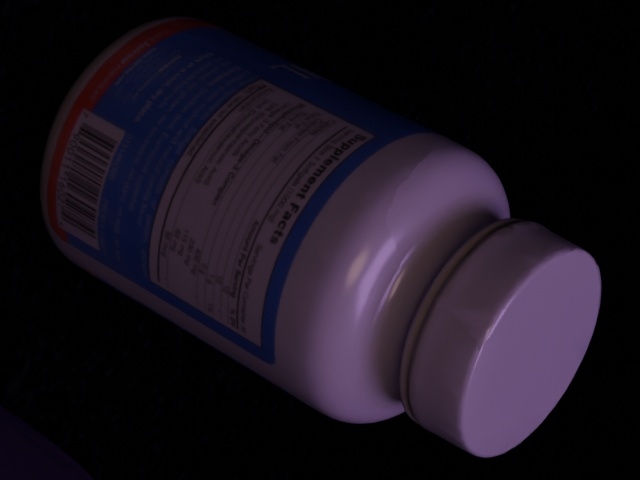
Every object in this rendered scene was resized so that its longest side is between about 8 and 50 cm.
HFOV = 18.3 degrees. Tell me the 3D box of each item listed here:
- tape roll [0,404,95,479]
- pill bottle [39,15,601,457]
[{"bbox_3d":[-0.192,0.048,0.525,0.090,0.275,0.275,-61,149,-1],"label":"tape roll"},{"bbox_3d":[0.000,0.000,0.820,0.124,0.221,0.124,-36,142,-36],"label":"pill bottle"}]
